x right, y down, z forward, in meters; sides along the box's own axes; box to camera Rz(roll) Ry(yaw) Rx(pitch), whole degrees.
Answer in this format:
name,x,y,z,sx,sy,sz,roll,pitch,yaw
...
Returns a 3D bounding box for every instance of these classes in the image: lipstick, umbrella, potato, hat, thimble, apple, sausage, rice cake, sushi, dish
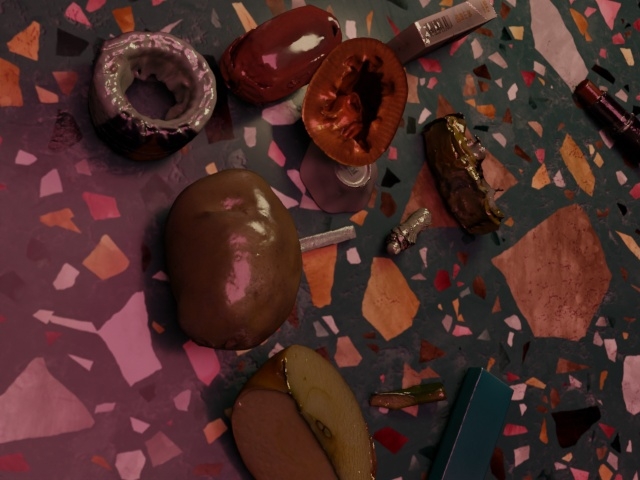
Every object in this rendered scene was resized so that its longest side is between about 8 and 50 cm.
name,x,y,z,sx,sy,sz,roll,pitch,yaw
lipstick,0.790,-0.313,2.017,0.300,0.081,0.081,41,66,-12
umbrella,0.192,-0.016,1.674,0.143,0.067,0.062,-44,130,-32
potato,-0.157,0.039,1.399,0.243,0.221,0.326,-1,71,-37
hat,0.108,-0.276,1.618,0.244,0.233,0.233,63,18,7
thimble,-0.320,-0.273,1.414,0.237,0.150,0.237,5,78,-25
apple,-0.019,0.370,1.433,0.254,0.179,0.346,-33,98,-15
sausage,-0.074,-0.380,1.556,0.280,0.152,0.152,-37,98,-27
rice cake,0.000,0.001,1.592,0.171,0.029,0.033,-15,91,-29
sushi,0.338,-0.154,1.733,0.131,0.139,0.291,-18,88,-36
dish,0.054,-0.151,1.626,0.191,0.066,0.190,5,78,-26

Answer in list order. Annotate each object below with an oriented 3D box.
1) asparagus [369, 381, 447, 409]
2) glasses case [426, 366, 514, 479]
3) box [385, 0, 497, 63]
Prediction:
name,x,y,z,sx,sy,sz,roll,pitch,yaw
asparagus,0.188,0.332,1.619,0.178,0.041,0.045,-4,74,-26
glasses case,0.318,0.434,1.655,0.117,0.070,0.301,36,65,-23
box,0.271,-0.478,1.747,0.233,0.149,0.067,-29,97,-28
